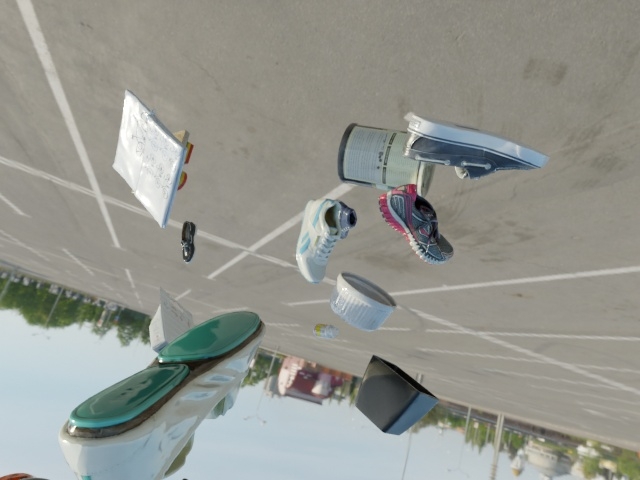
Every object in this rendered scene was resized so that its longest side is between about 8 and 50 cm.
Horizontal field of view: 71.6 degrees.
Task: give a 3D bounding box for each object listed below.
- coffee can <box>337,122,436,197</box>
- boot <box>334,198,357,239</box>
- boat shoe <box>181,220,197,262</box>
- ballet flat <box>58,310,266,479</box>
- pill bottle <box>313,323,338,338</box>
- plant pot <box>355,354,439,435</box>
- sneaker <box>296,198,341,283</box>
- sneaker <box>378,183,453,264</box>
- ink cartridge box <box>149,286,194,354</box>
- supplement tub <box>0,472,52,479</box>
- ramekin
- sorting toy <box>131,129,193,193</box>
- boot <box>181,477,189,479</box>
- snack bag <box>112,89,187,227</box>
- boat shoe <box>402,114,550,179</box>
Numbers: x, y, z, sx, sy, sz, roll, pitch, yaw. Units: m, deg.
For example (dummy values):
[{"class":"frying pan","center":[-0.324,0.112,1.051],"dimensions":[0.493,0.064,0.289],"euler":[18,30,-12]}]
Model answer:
[{"class":"coffee can","center":[0.218,-0.260,1.430],"dimensions":[0.276,0.201,0.201],"euler":[14,164,21]},{"class":"boot","center":[0.086,-0.055,1.553],"dimensions":[0.086,0.069,0.189],"euler":[35,157,33]},{"class":"boat shoe","center":[-0.390,0.004,1.302],"dimensions":[0.046,0.125,0.038],"euler":[-4,161,28]},{"class":"ballet flat","center":[-0.183,0.211,0.611],"dimensions":[0.139,0.139,0.400],"euler":[14,-170,11]},{"class":"pill bottle","center":[0.018,0.285,1.393],"dimensions":[0.043,0.043,0.083],"euler":[29,158,-35]},{"class":"plant pot","center":[0.222,0.491,1.374],"dimensions":[0.188,0.166,0.187],"euler":[32,177,41]},{"class":"sneaker","center":[0.000,0.000,1.168],"dimensions":[0.092,0.228,0.088],"euler":[0,173,45]},{"class":"sneaker","center":[0.294,-0.038,1.264],"dimensions":[0.112,0.120,0.299],"euler":[-29,126,33]},{"class":"ink cartridge box","center":[-0.461,0.284,1.394],"dimensions":[0.232,0.066,0.189],"euler":[55,177,46]},{"class":"supplement tub","center":[-0.539,0.589,0.826],"dimensions":[0.338,0.206,0.207],"euler":[9,162,38]},{"class":"ramekin","center":[0.126,0.195,1.406],"dimensions":[0.207,0.108,0.207],"euler":[28,-169,-6]},{"class":"sorting toy","center":[-0.642,-0.307,1.851],"dimensions":[0.257,0.255,0.089],"euler":[-3,157,36]},{"class":"boot","center":[-0.268,0.476,0.806],"dimensions":[0.119,0.086,0.042],"euler":[21,168,30]},{"class":"snack bag","center":[-0.550,-0.259,1.391],"dimensions":[0.342,0.037,0.323],"euler":[46,130,21]},{"class":"boat shoe","center":[0.315,-0.174,0.913],"dimensions":[0.302,0.102,0.108],"euler":[9,-155,-12]}]
